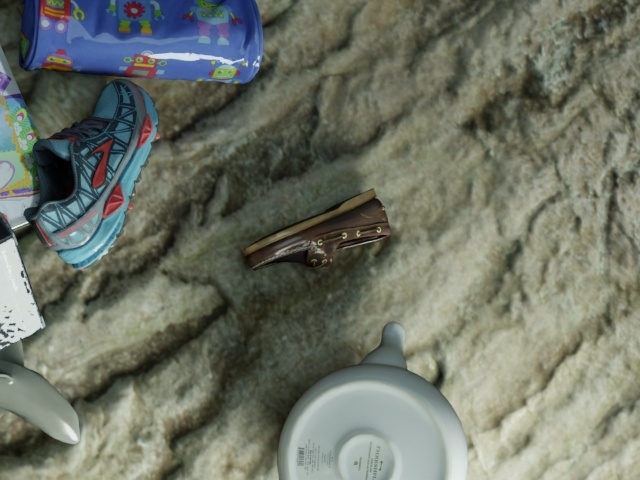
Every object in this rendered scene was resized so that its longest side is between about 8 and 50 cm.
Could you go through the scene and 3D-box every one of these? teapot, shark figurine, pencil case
[{"bbox_3d":[0.072,0.275,1.861,0.256,0.187,0.252,-42,81,6],"label":"teapot"},{"bbox_3d":[-0.417,0.175,1.707,0.278,0.116,0.166,-8,86,-24],"label":"shark figurine"},{"bbox_3d":[-0.225,-0.263,1.825,0.306,0.119,0.133,2,62,-21],"label":"pencil case"}]

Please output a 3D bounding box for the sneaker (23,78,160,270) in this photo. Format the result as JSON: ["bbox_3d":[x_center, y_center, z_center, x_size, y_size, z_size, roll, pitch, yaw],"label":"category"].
[{"bbox_3d":[-0.275,-0.102,1.755,0.125,0.104,0.261,36,49,-34],"label":"sneaker"}]

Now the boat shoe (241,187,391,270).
[{"bbox_3d":[0.000,0.000,1.911,0.207,0.073,0.073,-23,91,-22],"label":"boat shoe"}]

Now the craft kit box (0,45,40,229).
[{"bbox_3d":[-0.460,-0.104,1.750,0.250,0.061,0.246,-25,91,-22],"label":"craft kit box"}]

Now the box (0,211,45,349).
[{"bbox_3d":[-0.437,0.063,1.672,0.207,0.108,0.153,-26,134,-21],"label":"box"}]
